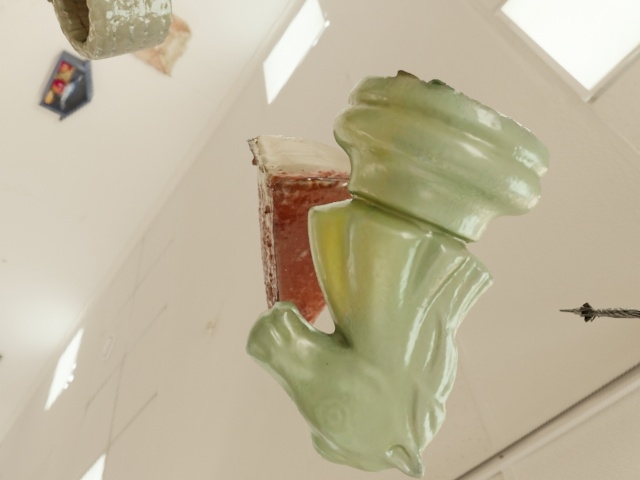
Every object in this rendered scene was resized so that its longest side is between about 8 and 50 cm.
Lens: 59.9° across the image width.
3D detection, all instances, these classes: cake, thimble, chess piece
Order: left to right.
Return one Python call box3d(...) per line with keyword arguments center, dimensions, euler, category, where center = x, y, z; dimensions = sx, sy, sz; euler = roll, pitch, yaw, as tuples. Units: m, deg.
box3d(center=(-0.213, -0.241, 0.560), dimensions=(0.102, 0.090, 0.115), euler=(53, -34, 15), category="thimble")
box3d(center=(0.000, 0.000, 0.721), dimensions=(0.158, 0.159, 0.262), euler=(-117, -158, -55), category="cake")
box3d(center=(0.050, 0.036, 0.450), dimensions=(0.176, 0.175, 0.298), euler=(26, -84, 62), category="chess piece")

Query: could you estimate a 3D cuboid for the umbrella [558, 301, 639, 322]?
box3d(center=(0.291, 0.074, 0.567), dimensions=(0.149, 0.022, 0.022), euler=(149, -60, -78), category="umbrella")
